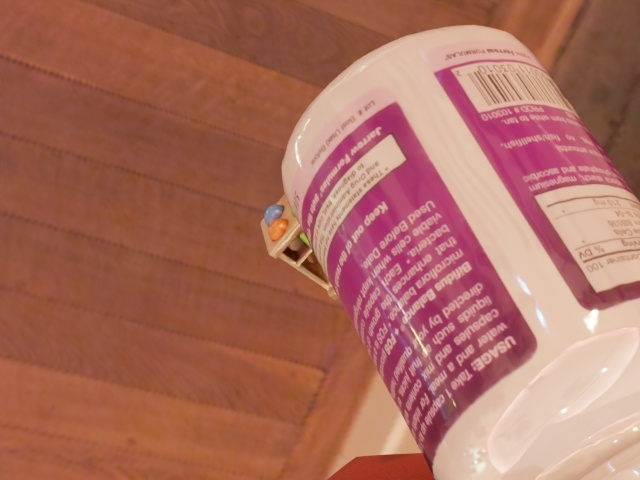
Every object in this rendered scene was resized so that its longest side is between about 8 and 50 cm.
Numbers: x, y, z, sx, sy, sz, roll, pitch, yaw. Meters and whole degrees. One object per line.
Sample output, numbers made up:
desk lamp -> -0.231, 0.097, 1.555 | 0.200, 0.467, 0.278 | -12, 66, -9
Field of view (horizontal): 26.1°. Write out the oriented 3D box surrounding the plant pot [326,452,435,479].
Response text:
plant pot -> 0.057, 0.303, 0.876 | 0.236, 0.267, 0.267 | -23, 94, -36

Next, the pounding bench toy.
pounding bench toy -> 0.000, 0.000, 0.912 | 0.065, 0.083, 0.052 | 35, 105, -23

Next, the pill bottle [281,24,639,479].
pill bottle -> 0.110, 0.042, 0.734 | 0.169, 0.301, 0.169 | -20, 148, -13
